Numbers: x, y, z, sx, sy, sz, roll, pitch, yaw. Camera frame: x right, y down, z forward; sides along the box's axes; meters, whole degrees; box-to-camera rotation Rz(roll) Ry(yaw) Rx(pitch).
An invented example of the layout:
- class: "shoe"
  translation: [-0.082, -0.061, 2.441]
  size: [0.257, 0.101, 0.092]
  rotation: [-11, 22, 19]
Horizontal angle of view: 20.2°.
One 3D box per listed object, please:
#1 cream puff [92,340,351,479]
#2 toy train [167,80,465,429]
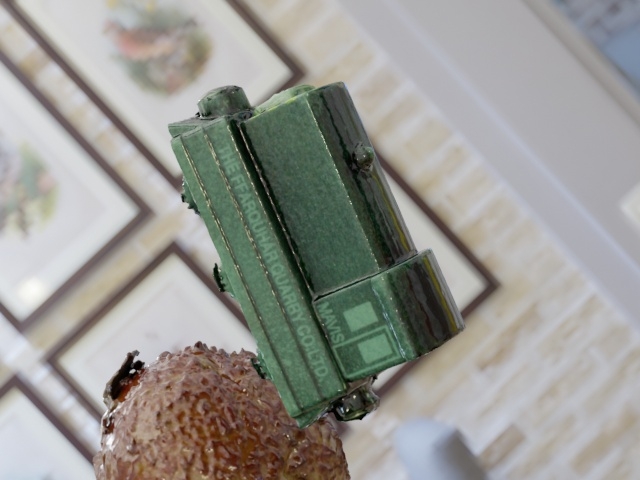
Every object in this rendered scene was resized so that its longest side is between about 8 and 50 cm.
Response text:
- class: "cream puff"
  translation: [-0.082, 0.264, 1.832]
  size: [0.229, 0.350, 0.350]
  rotation: [-13, 11, 13]
- class: "toy train"
  translation: [0.000, 0.000, 1.619]
  size: [0.178, 0.330, 0.138]
  rotation: [-23, 1, 30]
